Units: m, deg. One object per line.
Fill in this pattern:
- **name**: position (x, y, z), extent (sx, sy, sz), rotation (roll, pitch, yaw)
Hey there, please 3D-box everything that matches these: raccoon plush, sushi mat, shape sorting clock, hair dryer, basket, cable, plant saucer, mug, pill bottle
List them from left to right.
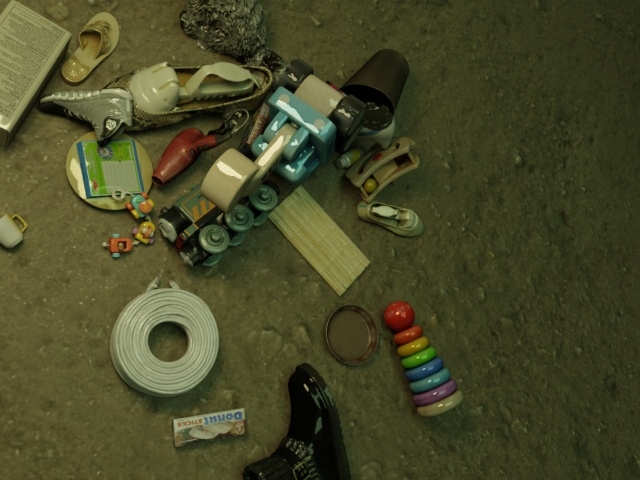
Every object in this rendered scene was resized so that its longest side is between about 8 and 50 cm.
- **mug**: position (-0.693, -0.022, 1.399), extent (0.078, 0.062, 0.064), rotation (-46, 108, -23)
- **shape sorting clock**: position (-0.517, -0.174, 1.543), extent (0.206, 0.040, 0.206), rotation (10, 71, -31)
- **cable**: position (-0.362, 0.239, 1.487), extent (0.257, 0.089, 0.257), rotation (45, 61, -11)
- **hair dryer**: position (-0.311, -0.247, 1.570), extent (0.293, 0.223, 0.080), rotation (-42, 109, 3)
- **raccoon plush**: position (-0.175, -0.631, 1.701), extent (0.447, 0.299, 0.216), rotation (29, 65, -19)
- **sushi mat**: position (0.000, 0.000, 1.788), extent (0.316, 0.019, 0.151), rotation (48, 59, -9)
- **pill bottle**: position (0.086, -0.245, 1.886), extent (0.083, 0.043, 0.043), rotation (-31, 92, -30)
- **plant saucer**: position (0.084, 0.264, 1.756), extent (0.169, 0.029, 0.168), rotation (8, 74, -27)
- **basket**: position (0.173, -0.477, 1.931), extent (0.226, 0.205, 0.154), rotation (-59, 144, -36)

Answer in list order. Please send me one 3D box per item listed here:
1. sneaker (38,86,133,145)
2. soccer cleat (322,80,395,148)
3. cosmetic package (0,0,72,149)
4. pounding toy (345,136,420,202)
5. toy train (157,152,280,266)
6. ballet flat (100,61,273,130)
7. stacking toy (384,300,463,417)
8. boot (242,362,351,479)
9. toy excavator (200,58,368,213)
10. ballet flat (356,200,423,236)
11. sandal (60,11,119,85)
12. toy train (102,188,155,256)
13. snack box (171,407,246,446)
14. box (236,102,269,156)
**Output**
- **sneaker**: position (-0.558, -0.289, 1.497), extent (0.229, 0.086, 0.132), rotation (-5, 94, 6)
- **soccer cleat**: position (0.069, -0.362, 1.839), extent (0.331, 0.143, 0.116), rotation (29, 68, 24)
- **cosmetic package**: position (-0.717, -0.379, 1.441), extent (0.153, 0.129, 0.296), rotation (30, 64, -20)
- **pounding toy**: position (0.217, -0.205, 1.864), extent (0.269, 0.154, 0.155), rotation (-46, 122, -15)
- **toy train**: position (-0.257, -0.079, 1.611), extent (0.190, 0.142, 0.334), rotation (45, 61, 3)
- **ballet flat**: position (-0.337, -0.398, 1.619), extent (0.483, 0.182, 0.163), rotation (-15, 85, -30)
- **stacking toy**: position (0.280, 0.327, 1.790), extent (0.141, 0.141, 0.330), rotation (-20, 83, -31)
- **boot**: position (-0.079, 0.501, 1.545), extent (0.260, 0.131, 0.347), rotation (-13, 83, -30)
- **toy excavator**: position (-0.096, -0.226, 1.565), extent (0.222, 0.433, 0.445), rotation (35, 83, 5)
- **ballet flat**: position (0.227, -0.069, 1.892), extent (0.249, 0.086, 0.086), rotation (12, 71, -25)
- **sandal**: position (-0.570, -0.499, 1.580), extent (0.088, 0.079, 0.240), rotation (31, 64, -18)
- **toy train**: position (-0.457, -0.041, 1.516), extent (0.125, 0.046, 0.166), rotation (3, 92, -36)
- **snack box**: position (-0.268, 0.452, 1.519), extent (0.178, 0.022, 0.064), rotation (-2, 76, -28)
- **box**: position (-0.186, -0.301, 1.726), extent (0.027, 0.094, 0.137), rotation (28, 65, -20)
